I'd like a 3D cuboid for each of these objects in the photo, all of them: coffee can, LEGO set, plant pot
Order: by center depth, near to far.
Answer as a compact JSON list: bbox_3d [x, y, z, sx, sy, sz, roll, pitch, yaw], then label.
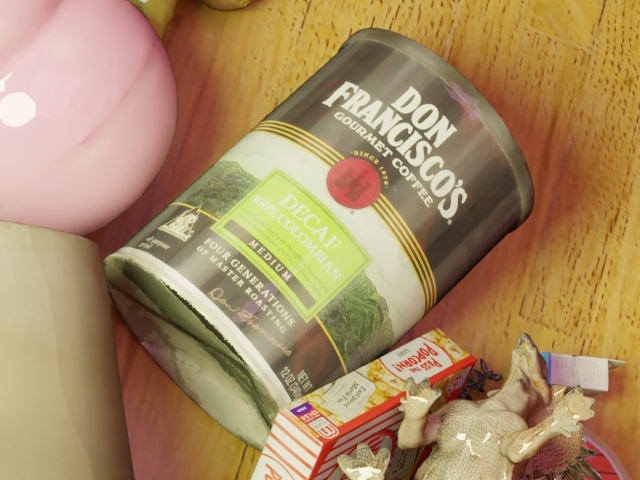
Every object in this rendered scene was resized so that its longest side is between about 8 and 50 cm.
[{"bbox_3d":[-0.256,0.130,1.241,0.323,0.323,0.280,7,83,-13],"label":"plant pot"},{"bbox_3d":[0.000,0.000,1.424,0.201,0.201,0.275,46,70,0],"label":"coffee can"},{"bbox_3d":[0.106,0.112,1.519,0.083,0.023,0.054,19,50,8],"label":"LEGO set"}]

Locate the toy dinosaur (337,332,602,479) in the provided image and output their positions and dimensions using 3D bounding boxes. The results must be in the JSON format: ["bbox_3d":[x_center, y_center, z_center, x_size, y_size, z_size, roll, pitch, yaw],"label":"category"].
[{"bbox_3d":[0.108,0.194,1.355,0.127,0.200,0.296,33,75,26],"label":"toy dinosaur"}]

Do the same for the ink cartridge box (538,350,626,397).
[{"bbox_3d":[0.205,0.112,1.529,0.083,0.048,0.028,7,74,-12],"label":"ink cartridge box"}]

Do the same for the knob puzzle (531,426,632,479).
[{"bbox_3d":[0.183,0.225,1.504,0.213,0.030,0.213,4,75,-14],"label":"knob puzzle"}]

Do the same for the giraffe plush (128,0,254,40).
[{"bbox_3d":[-0.097,-0.247,1.499,0.170,0.210,0.181,-2,58,-49],"label":"giraffe plush"}]

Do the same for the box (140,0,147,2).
[{"bbox_3d":[-0.184,-0.280,1.351,0.203,0.114,0.103,35,82,24],"label":"box"}]

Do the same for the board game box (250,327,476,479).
[{"bbox_3d":[0.021,0.158,1.378,0.045,0.147,0.193,38,36,23],"label":"board game box"}]

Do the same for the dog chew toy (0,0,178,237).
[{"bbox_3d":[-0.252,-0.152,1.325,0.207,0.206,0.332,-51,119,-20],"label":"dog chew toy"}]
